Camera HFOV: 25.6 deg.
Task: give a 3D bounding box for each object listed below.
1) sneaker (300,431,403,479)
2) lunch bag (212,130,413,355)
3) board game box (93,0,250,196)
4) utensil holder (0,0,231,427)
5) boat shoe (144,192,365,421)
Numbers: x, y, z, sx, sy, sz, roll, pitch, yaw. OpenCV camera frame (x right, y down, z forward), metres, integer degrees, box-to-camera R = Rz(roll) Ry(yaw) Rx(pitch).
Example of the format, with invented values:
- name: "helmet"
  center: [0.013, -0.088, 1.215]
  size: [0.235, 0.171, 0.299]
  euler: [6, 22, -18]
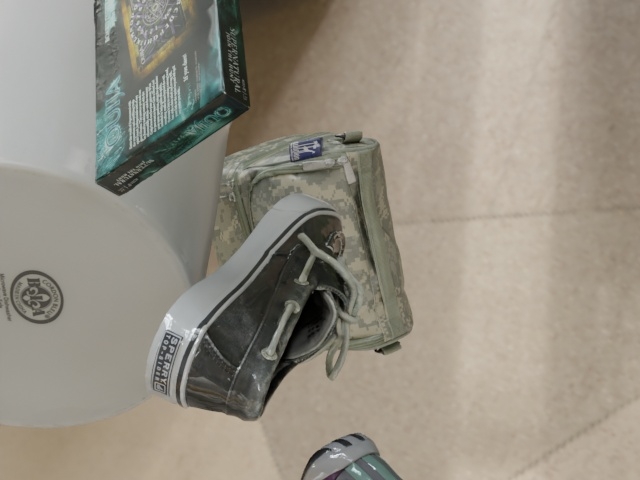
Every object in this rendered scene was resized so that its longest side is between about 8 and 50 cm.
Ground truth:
- name: "sneaker"
  center: [0.022, 0.251, 1.019]
  size: [0.098, 0.083, 0.223]
  euler: [36, 131, 36]
- name: "lunch bag"
  center: [0.000, 0.000, 1.934]
  size: [0.256, 0.213, 0.305]
  euler: [2, 108, 50]
- name: "board game box"
  center: [-0.107, -0.135, 0.979]
  size: [0.126, 0.026, 0.186]
  euler: [-31, 48, 30]
- name: "utensil holder"
  center: [-0.245, -0.065, 1.318]
  size: [0.327, 0.328, 0.385]
  euler: [-44, 27, 30]
- name: "boat shoe"
  center: [-0.022, 0.049, 1.083]
  size: [0.306, 0.105, 0.113]
  euler: [-39, -34, -67]
